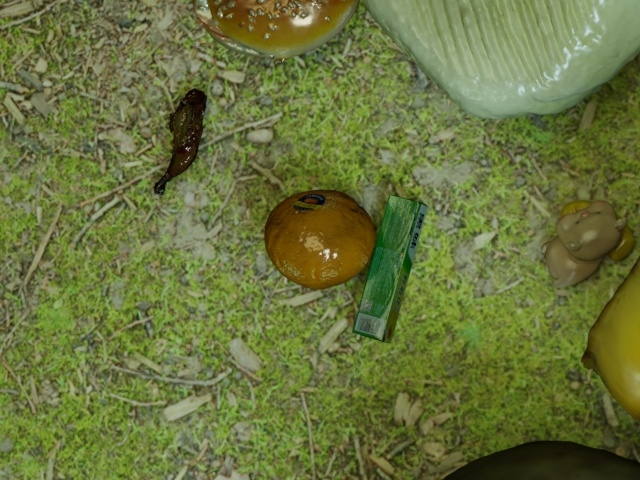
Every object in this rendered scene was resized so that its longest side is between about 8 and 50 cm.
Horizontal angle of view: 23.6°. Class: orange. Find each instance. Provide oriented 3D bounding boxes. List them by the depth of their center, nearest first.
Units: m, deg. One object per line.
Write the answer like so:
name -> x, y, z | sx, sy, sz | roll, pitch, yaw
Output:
orange -> 0.001, 0.001, 1.866 | 0.135, 0.135, 0.117 | -13, 118, 16

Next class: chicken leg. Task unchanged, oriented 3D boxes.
chicken leg -> -0.181, -0.128, 1.988 | 0.062, 0.037, 0.145 | 10, 85, 41

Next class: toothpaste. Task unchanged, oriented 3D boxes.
toothpaste -> 0.086, 0.035, 1.881 | 0.043, 0.037, 0.178 | 14, 87, 22

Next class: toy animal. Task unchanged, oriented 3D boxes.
toy animal -> 0.302, -0.006, 1.794 | 0.114, 0.082, 0.091 | -33, 73, 12

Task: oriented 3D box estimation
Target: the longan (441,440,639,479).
longan -> 0.271, 0.419, 1.583 | 0.436, 0.404, 0.404 | 36, 94, 16

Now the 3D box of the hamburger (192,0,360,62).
hamburger -> -0.054, -0.330, 1.916 | 0.236, 0.147, 0.237 | -2, 84, 14

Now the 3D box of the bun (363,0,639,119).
bun -> 0.220, -0.309, 1.780 | 0.352, 0.227, 0.349 | -8, 86, 22

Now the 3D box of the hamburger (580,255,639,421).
hamburger -> 0.502, 0.093, 1.561 | 0.396, 0.396, 0.277 | -45, 64, 7
